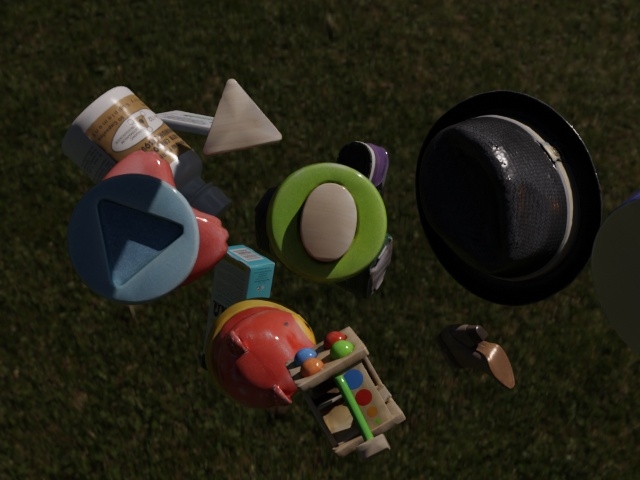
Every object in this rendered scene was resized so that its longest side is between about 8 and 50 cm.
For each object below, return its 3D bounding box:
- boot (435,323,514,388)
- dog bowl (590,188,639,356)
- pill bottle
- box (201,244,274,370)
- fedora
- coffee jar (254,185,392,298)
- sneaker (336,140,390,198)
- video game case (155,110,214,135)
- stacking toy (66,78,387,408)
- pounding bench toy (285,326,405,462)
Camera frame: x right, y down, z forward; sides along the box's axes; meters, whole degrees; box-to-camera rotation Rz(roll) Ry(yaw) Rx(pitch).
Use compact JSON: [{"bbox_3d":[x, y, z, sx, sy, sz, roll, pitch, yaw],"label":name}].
[{"bbox_3d":[0.223,0.172,1.476,0.042,0.087,0.118,-31,92,-41],"label":"boot"},{"bbox_3d":[0.469,0.044,1.228,0.104,0.265,0.265,-30,60,-33],"label":"dog bowl"},{"bbox_3d":[-0.242,-0.097,1.431,0.229,0.131,0.131,44,63,0],"label":"pill bottle"},{"bbox_3d":[-0.153,0.140,1.852,0.060,0.244,0.100,-7,25,-42],"label":"box"},{"bbox_3d":[0.248,-0.062,1.503,0.334,0.334,0.152,44,26,26],"label":"fedora"},{"bbox_3d":[0.000,0.000,1.335,0.184,0.096,0.079,25,61,14],"label":"coffee jar"},{"bbox_3d":[0.079,-0.056,2.050,0.107,0.283,0.124,26,13,32],"label":"sneaker"},{"bbox_3d":[-0.200,-0.199,1.737,0.157,0.019,0.143,12,12,9],"label":"video game case"},{"bbox_3d":[-0.083,0.001,1.025,0.309,0.130,0.279,39,88,-3],"label":"stacking toy"},{"bbox_3d":[0.017,0.100,0.656,0.052,0.065,0.083,-30,15,-5],"label":"pounding bench toy"}]
